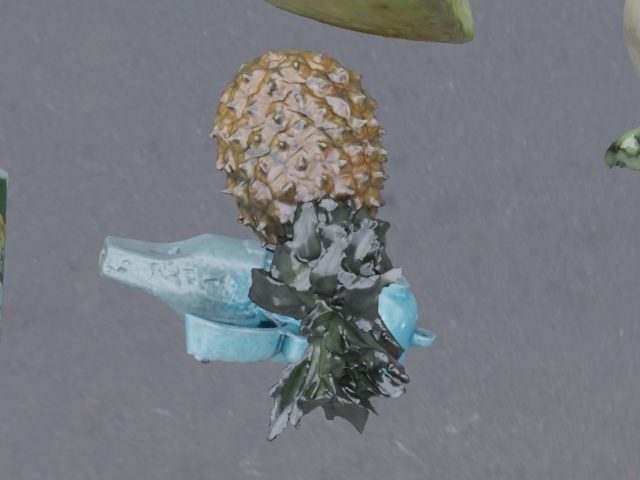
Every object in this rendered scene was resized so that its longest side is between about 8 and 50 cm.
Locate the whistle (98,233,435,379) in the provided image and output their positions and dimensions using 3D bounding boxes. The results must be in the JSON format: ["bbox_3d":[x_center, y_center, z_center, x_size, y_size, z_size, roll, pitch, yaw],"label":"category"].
[{"bbox_3d":[-0.039,0.046,1.197,0.274,0.186,0.093,14,103,-11],"label":"whistle"}]

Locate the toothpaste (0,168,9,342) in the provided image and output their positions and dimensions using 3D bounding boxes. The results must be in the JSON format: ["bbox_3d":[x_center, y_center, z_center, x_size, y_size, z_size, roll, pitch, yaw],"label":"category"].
[{"bbox_3d":[-0.286,0.023,1.303,0.031,0.049,0.204,-24,58,34],"label":"toothpaste"}]

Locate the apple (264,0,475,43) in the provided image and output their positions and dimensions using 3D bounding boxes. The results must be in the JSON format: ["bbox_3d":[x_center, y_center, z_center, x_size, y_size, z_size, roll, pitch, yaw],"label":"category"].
[{"bbox_3d":[-0.029,-0.165,0.512,0.120,0.265,0.193,-22,47,9],"label":"apple"}]

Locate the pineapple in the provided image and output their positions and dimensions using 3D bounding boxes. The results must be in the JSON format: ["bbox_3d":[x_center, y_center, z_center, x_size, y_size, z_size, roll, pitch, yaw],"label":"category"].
[{"bbox_3d":[0.000,0.000,0.943,0.125,0.125,0.251,-15,56,7],"label":"pineapple"}]

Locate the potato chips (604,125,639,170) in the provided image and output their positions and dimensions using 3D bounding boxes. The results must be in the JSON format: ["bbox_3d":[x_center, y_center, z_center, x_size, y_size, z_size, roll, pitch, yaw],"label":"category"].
[{"bbox_3d":[0.423,-0.139,1.143,0.389,0.373,0.097,-6,60,-33],"label":"potato chips"}]

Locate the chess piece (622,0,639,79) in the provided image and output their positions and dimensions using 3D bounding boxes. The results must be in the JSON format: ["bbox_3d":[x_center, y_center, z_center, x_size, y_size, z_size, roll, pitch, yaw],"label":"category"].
[{"bbox_3d":[0.269,-0.156,0.763,0.261,0.143,0.143,-35,69,7],"label":"chess piece"}]
